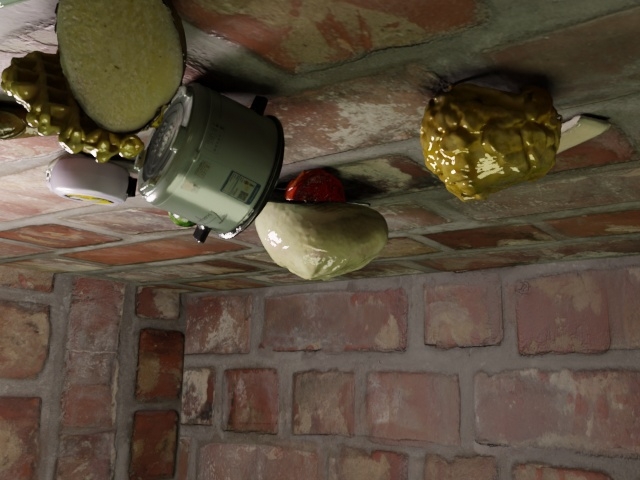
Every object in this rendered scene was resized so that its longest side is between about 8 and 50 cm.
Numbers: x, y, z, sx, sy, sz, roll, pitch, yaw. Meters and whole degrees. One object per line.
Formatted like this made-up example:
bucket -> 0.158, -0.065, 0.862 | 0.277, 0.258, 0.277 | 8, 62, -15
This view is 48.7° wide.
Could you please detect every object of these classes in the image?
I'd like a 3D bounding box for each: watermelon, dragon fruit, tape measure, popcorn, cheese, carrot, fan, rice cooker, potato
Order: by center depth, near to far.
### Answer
potato -> -0.239, -0.252, 0.930 | 0.182, 0.202, 0.117 | -10, -162, 19
popcorn -> 0.295, -0.174, 1.234 | 0.250, 0.190, 0.250 | -4, 157, -2
rice cooker -> -0.184, -0.137, 1.247 | 0.227, 0.281, 0.241 | 23, 180, -29
carrot -> -0.550, -0.223, 1.337 | 0.342, 0.070, 0.070 | -1, 168, -2
cheese -> 0.446, -0.188, 1.517 | 0.085, 0.034, 0.400 | 1, 170, -22
tape measure -> -0.524, -0.143, 1.642 | 0.196, 0.105, 0.178 | 14, 170, -44
dragon fruit -> -0.026, -0.136, 1.704 | 0.162, 0.083, 0.106 | -6, -166, -33
fan -> -0.054, -0.103, 1.740 | 0.294, 0.012, 0.223 | 11, -168, 29
watermelon -> -0.391, -0.071, 2.059 | 0.105, 0.062, 0.105 | -2, 164, -1

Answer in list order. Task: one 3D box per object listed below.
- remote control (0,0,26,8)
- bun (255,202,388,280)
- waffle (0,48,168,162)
remote control -> -0.352, -0.334, 0.810 | 0.343, 0.050, 0.145 | -4, 167, 25
bun -> 0.000, 0.000, 1.862 | 0.360, 0.213, 0.361 | 6, -174, -1
waffle -> -0.323, -0.204, 1.030 | 0.249, 0.056, 0.253 | 40, -149, 17
